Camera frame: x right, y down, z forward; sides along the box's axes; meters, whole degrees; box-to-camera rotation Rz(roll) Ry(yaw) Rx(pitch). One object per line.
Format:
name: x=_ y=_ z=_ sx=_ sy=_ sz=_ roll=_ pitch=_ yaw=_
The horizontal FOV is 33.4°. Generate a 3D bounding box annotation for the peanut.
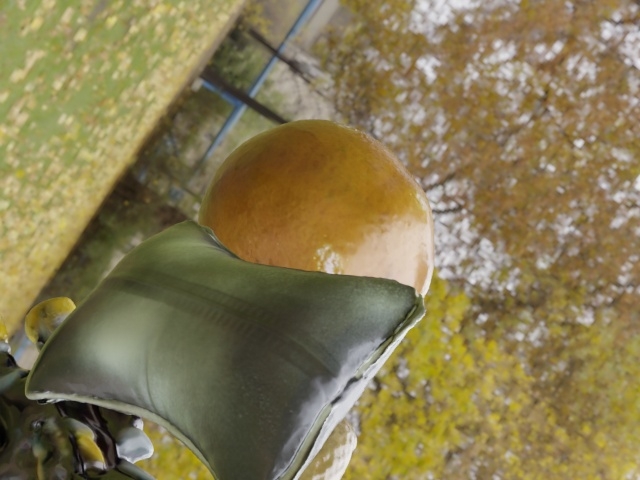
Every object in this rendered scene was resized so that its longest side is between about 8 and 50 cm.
peanut: x=-0.042 y=0.276 z=1.249 sx=0.226 sy=0.108 sz=0.095 roll=-35 pitch=164 yaw=-34

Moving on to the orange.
orange: x=0.000 y=0.000 z=0.667 sx=0.124 sy=0.156 sz=0.156 roll=-32 pitch=168 yaw=-51

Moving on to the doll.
doll: x=-0.143 y=0.170 z=0.624 sx=0.103 sy=0.145 sz=0.316 roll=-47 pitch=-125 yaw=30

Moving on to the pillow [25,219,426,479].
pillow: x=-0.038 y=0.036 z=0.371 sx=0.091 sy=0.055 sz=0.135 roll=-23 pitch=-154 yaw=-39
